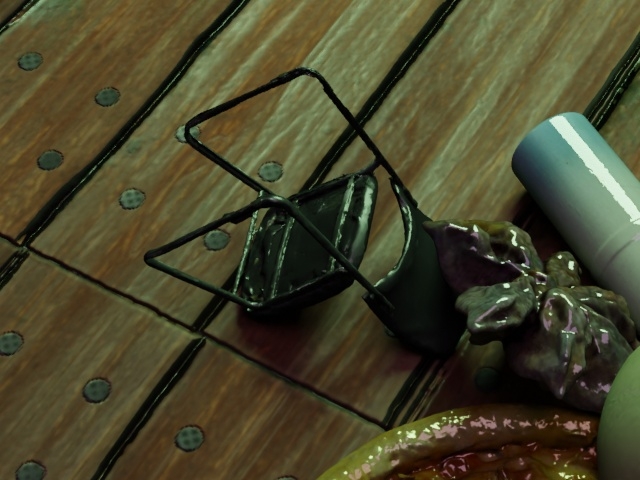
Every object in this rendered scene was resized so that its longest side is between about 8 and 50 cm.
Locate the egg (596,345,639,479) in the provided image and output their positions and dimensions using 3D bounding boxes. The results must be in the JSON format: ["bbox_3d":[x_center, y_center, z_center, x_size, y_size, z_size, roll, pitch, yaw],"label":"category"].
[{"bbox_3d":[0.301,0.166,1.032,0.219,0.219,0.269,-38,66,-25],"label":"egg"}]

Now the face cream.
[{"bbox_3d":[0.245,0.010,1.238,0.077,0.077,0.250,-24,58,-17],"label":"face cream"}]

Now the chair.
[{"bbox_3d":[0.000,0.000,1.234,0.145,0.221,0.140,-22,41,39],"label":"chair"}]

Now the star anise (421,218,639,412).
[{"bbox_3d":[0.167,0.055,1.167,0.197,0.073,0.212,27,21,-25],"label":"star anise"}]

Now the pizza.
[{"bbox_3d":[0.102,0.179,1.124,0.271,0.056,0.134,-7,45,-4],"label":"pizza"}]
